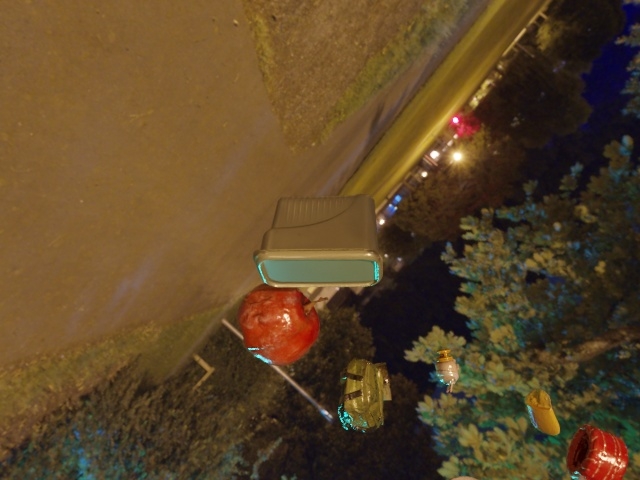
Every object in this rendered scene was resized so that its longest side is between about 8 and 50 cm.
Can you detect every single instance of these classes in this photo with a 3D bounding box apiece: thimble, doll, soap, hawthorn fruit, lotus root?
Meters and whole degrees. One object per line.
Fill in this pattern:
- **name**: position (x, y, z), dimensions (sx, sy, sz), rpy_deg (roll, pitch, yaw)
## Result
- **thimble**: position (0.919, 0.727, 1.568), dimensions (0.163, 0.124, 0.190), rpy_deg (69, 44, -80)
- **doll**: position (0.400, 0.404, 1.460), dimensions (0.084, 0.127, 0.073), rpy_deg (0, 166, -31)
- **soap**: position (0.666, 0.520, 1.423), dimensions (0.089, 0.169, 0.033), rpy_deg (-8, -156, 49)
- **hawthorn fruit**: position (-0.094, 0.221, 1.338), dimensions (0.271, 0.242, 0.242), rpy_deg (-23, -173, 23)
- **lotus root**: position (0.226, 0.530, 1.801), dimensions (0.070, 0.143, 0.144), rpy_deg (-10, 144, 1)

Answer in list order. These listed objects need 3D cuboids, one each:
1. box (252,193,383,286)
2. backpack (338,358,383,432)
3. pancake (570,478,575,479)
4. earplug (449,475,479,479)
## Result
- **box**: position (0.000, 0.000, 1.041), dimensions (0.138, 0.273, 0.178), rpy_deg (82, 11, -55)
- **backpack**: position (0.120, 0.462, 1.417), dimensions (0.253, 0.139, 0.207), rpy_deg (68, 21, -58)
- **pancake**: position (0.901, 0.868, 1.656), dimensions (0.139, 0.022, 0.140), rpy_deg (-56, 158, -38)
- **earplug**: position (0.523, 0.998, 1.644), dimensions (0.172, 0.172, 0.301), rpy_deg (-45, 130, -48)
